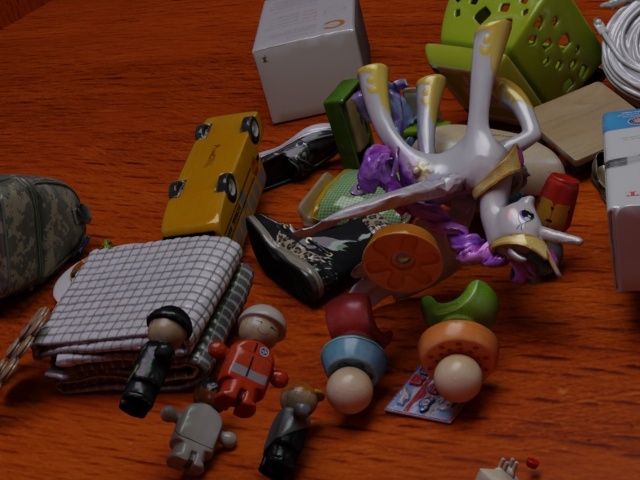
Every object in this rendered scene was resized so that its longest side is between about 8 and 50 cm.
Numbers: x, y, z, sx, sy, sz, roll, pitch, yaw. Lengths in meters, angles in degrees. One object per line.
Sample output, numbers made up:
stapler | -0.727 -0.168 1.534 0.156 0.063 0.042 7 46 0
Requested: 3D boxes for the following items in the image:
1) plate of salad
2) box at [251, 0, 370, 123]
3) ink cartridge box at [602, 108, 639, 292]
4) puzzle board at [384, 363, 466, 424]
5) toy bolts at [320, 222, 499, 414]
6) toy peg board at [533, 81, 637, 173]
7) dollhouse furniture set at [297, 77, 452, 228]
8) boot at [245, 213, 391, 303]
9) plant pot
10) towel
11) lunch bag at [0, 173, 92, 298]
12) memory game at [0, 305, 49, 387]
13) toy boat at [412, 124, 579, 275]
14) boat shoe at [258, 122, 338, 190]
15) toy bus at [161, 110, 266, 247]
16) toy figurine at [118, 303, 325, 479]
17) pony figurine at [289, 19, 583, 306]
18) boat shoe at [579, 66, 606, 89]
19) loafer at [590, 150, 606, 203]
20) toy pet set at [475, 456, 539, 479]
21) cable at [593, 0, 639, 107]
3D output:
plate of salad | -0.360 0.049 2.026 0.200 0.048 0.200 -12 27 6
box | -0.012 -0.409 2.566 0.215 0.168 0.345 -11 27 8
ink cartridge box | 0.491 -0.065 1.576 0.223 0.129 0.307 -4 28 14
puzzle board | 0.153 0.186 1.539 0.096 0.011 0.128 5 34 35
toy bolts | 0.088 0.118 1.499 0.228 0.218 0.158 -23 34 27
toy peg board | 0.446 -0.172 2.002 0.161 0.079 0.160 -23 43 -15
dollhouse furniture set | 0.089 -0.153 2.052 0.197 0.151 0.301 -1 31 27
boot | 0.001 0.002 1.887 0.178 0.085 0.236 -24 35 -20
plant pot | 0.341 -0.338 2.169 0.228 0.227 0.207 19 71 47
towel | -0.257 0.116 1.770 0.283 0.121 0.235 -8 36 25
lunch bag | -0.590 -0.020 2.104 0.305 0.212 0.256 -1 14 21
memory game | -0.455 0.173 1.763 0.186 0.012 0.186 -50 14 17
toy boat | 0.271 -0.069 1.799 0.267 0.148 0.318 6 20 -27
boat shoe | -0.054 -0.143 2.195 0.228 0.080 0.076 -19 33 -3
toy bus | -0.171 -0.088 2.049 0.108 0.130 0.333 -8 35 18
toy figurine | -0.117 0.182 1.470 0.213 0.209 0.148 -6 45 26
pony figurine | 0.154 -0.079 1.626 0.351 0.303 0.363 -17 65 17
boat shoe | 0.469 -0.296 2.233 0.125 0.046 0.038 -3 30 29
loafer | 0.455 -0.095 1.860 0.056 0.050 0.148 -19 27 -5
toy pet set | 0.215 0.290 1.288 0.114 0.065 0.122 10 16 -32
cable | 0.620 -0.331 2.085 0.257 0.089 0.257 -14 56 14
